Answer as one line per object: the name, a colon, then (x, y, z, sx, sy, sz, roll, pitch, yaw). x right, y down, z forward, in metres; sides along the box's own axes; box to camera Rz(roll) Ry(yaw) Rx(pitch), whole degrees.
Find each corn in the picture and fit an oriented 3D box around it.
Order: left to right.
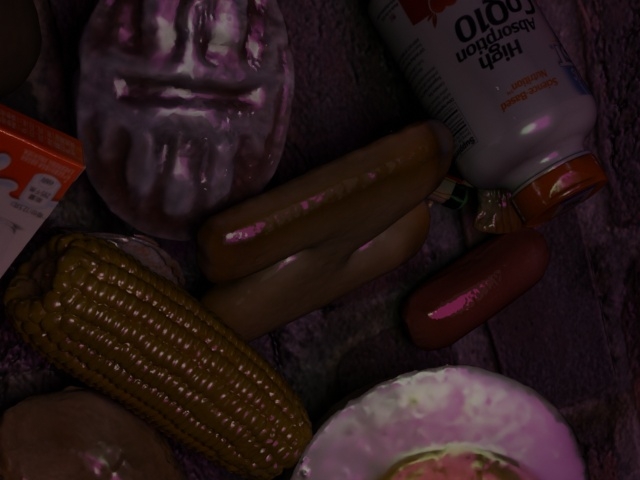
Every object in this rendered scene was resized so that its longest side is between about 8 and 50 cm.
corn: (-0.148, 0.116, 1.883, 0.344, 0.131, 0.131, 39, 79, -32)

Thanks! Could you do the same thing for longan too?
longan: (-0.347, -0.201, 1.774, 0.189, 0.189, 0.189, -4, 99, -27)

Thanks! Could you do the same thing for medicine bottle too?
medicine bottle: (0.180, -0.159, 1.994, 0.157, 0.157, 0.288, -25, 78, -22)

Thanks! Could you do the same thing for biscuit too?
biscuit: (0.000, 0.000, 1.967, 0.291, 0.237, 0.062, -24, 64, -23)
biscuit: (0.219, -0.123, 2.121, 0.176, 0.031, 0.228, -5, 98, -49)

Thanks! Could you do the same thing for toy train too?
toy train: (0.114, -0.079, 2.096, 0.138, 0.050, 0.087, 20, 93, -29)

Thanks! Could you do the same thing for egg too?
egg: (0.106, 0.276, 2.055, 0.337, 0.201, 0.337, -1, 95, -8)

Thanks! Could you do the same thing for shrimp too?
shrimp: (-0.236, 0.021, 1.899, 0.223, 0.126, 0.047, 16, 50, -23)

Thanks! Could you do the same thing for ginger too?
ginger: (-0.209, 0.242, 1.927, 0.267, 0.138, 0.152, 42, 104, -16)

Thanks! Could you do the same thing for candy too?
candy: (-0.136, -0.151, 1.896, 0.214, 0.157, 0.289, 5, 102, -14)

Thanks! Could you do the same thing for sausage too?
sausage: (0.170, 0.051, 2.130, 0.194, 0.077, 0.077, -34, 111, -19)

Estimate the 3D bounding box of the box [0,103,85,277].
box: (-0.396, -0.039, 1.763, 0.273, 0.048, 0.265, 23, 122, -28)
